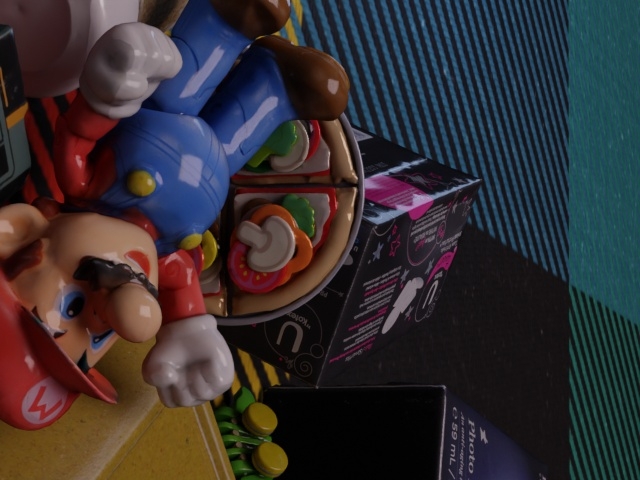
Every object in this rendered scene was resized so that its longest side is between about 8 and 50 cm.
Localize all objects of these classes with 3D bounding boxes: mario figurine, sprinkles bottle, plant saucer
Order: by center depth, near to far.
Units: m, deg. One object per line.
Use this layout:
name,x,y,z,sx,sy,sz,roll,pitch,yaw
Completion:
mario figurine,-0.095,-0.013,1.002,0.198,0.170,0.320,37,74,-6
plant saucer,-0.135,0.240,1.103,0.333,0.081,0.333,-53,132,-54
sprinkles bottle,-0.123,-0.209,1.147,0.355,0.121,0.121,-45,126,-58

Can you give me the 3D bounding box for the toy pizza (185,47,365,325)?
toy pizza,-0.069,-0.038,1.141,0.032,0.201,0.201,-21,105,-76

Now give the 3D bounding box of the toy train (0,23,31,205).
toy train,-0.268,-0.048,0.814,0.334,0.142,0.190,-53,142,-54

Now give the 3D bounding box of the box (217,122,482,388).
box,0.000,0.000,1.290,0.247,0.163,0.142,-22,134,-64

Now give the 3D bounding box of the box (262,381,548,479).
box,0.075,0.305,1.418,0.294,0.182,0.296,40,51,-58

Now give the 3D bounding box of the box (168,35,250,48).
box,-0.104,-0.105,1.260,0.178,0.042,0.109,-43,125,-59

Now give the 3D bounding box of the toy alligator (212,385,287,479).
toy alligator,-0.059,0.189,1.259,0.051,0.056,0.190,14,41,-31
